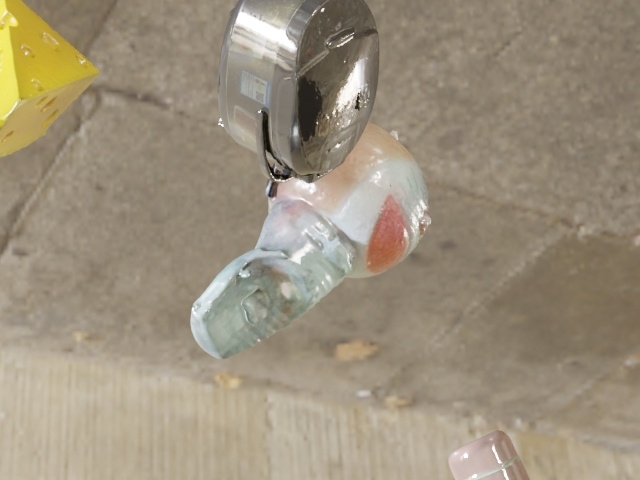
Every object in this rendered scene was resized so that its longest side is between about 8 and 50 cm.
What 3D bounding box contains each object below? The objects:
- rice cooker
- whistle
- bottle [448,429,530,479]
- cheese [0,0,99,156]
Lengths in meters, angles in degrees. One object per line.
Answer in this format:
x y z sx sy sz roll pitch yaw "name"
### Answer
-0.019 -0.126 0.999 0.112 0.106 0.165 -34 149 -40 "rice cooker"
0.000 0.000 1.380 0.189 0.348 0.189 29 148 20 "whistle"
0.145 0.214 0.975 0.053 0.140 0.053 -24 170 -4 "bottle"
-0.283 -0.132 1.172 0.093 0.171 0.126 -40 112 20 "cheese"
